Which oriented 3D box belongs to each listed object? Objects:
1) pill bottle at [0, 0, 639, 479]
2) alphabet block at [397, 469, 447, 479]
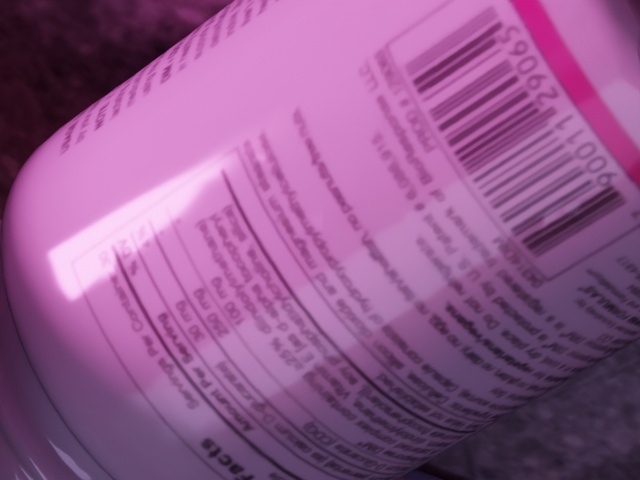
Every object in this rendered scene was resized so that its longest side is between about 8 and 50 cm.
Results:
[{"bbox_3d":[0.000,0.000,0.638,0.283,0.160,0.160,-33,117,23],"label":"pill bottle"},{"bbox_3d":[0.066,0.253,0.858,0.192,0.197,0.193,22,133,-5],"label":"alphabet block"}]
